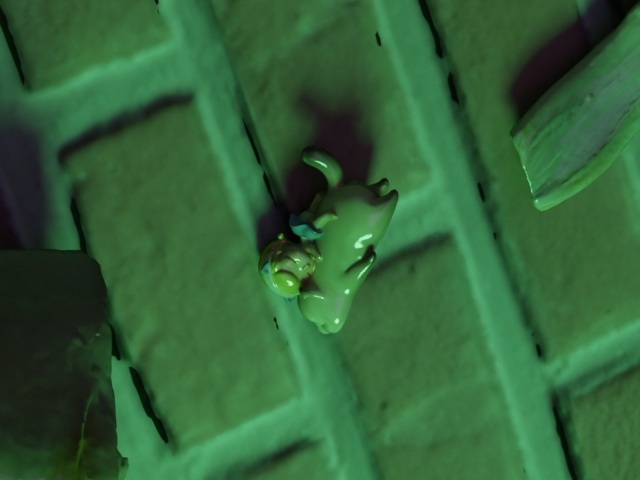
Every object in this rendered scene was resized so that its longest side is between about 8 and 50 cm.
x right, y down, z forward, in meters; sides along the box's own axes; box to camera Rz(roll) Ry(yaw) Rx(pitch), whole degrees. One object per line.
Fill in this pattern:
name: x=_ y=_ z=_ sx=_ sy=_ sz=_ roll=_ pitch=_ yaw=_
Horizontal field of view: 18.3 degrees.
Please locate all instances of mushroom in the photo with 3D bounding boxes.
mushroom: x=0.168 y=-0.097 z=1.006 sx=0.059 sy=0.054 sz=0.202 roll=43 pitch=85 yaw=-14

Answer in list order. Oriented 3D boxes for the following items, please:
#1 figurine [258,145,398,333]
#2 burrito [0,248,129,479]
figurine: x=0.000 y=0.000 z=0.954 sx=0.050 sy=0.047 sz=0.083 roll=22 pitch=95 yaw=-7
burrito: x=-0.247 y=0.107 z=0.821 sx=0.332 sy=0.135 sz=0.190 roll=-2 pitch=104 yaw=-18
